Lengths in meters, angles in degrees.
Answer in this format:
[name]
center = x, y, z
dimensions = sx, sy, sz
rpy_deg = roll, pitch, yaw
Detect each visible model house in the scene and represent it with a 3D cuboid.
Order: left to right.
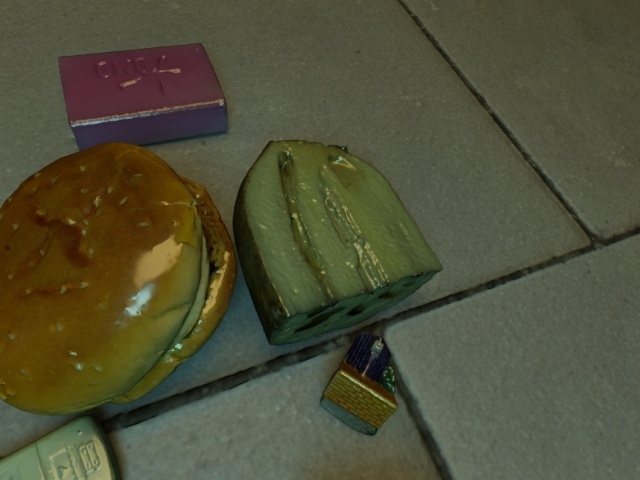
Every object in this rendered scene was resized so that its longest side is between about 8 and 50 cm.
[model house]
center = 0.062, 0.180, 0.536
dimensions = 0.087, 0.100, 0.101
rpy_deg = 30, 56, 8

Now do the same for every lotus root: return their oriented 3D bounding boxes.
[lotus root]
center = -0.015, -0.008, 0.595
dimensions = 0.266, 0.149, 0.260
rpy_deg = -11, 61, -37

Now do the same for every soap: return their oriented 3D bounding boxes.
[soap]
center = -0.317, -0.262, 0.751
dimensions = 0.259, 0.081, 0.181
rpy_deg = -14, 62, -19

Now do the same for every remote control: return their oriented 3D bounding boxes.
[remote control]
center = -0.333, 0.281, 0.427
dimensions = 0.233, 0.038, 0.098
rpy_deg = -26, 66, -24

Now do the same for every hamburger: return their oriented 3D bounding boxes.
[hamburger]
center = -0.263, 0.040, 0.490
dimensions = 0.314, 0.170, 0.290
rpy_deg = -44, 63, -1
